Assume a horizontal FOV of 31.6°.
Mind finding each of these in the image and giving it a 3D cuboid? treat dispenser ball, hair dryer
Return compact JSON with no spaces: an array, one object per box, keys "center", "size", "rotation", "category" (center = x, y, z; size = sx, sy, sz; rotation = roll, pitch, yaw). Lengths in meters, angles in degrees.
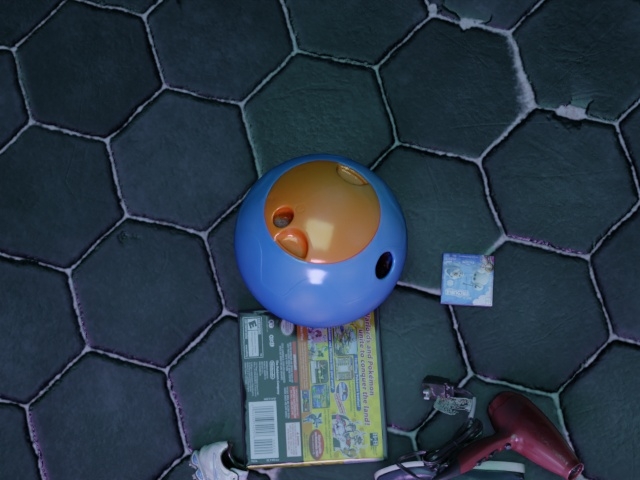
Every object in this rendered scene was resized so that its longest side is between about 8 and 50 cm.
[{"center":[0.000,0.000,1.868],"size":[0.288,0.288,0.288],"rotation":[-1,80,3],"category":"treat dispenser ball"},{"center":[0.284,0.340,1.858],"size":[0.293,0.080,0.223],"rotation":[8,46,13],"category":"hair dryer"}]

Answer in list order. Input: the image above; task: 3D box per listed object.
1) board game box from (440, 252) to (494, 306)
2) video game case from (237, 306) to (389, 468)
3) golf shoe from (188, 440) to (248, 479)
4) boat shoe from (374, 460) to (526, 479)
[{"center":[0.257,0.069,1.978],"size":[0.090,0.020,0.090],"rotation":[3,81,3],"category":"board game box"},{"center":[-0.014,0.249,1.953],"size":[0.248,0.035,0.275],"rotation":[-4,79,3],"category":"video game case"},{"center":[-0.152,0.421,1.899],"size":[0.086,0.069,0.176],"rotation":[-30,80,20],"category":"golf shoe"},{"center":[0.218,0.413,1.883],"size":[0.254,0.095,0.079],"rotation":[1,68,-6],"category":"boat shoe"}]
